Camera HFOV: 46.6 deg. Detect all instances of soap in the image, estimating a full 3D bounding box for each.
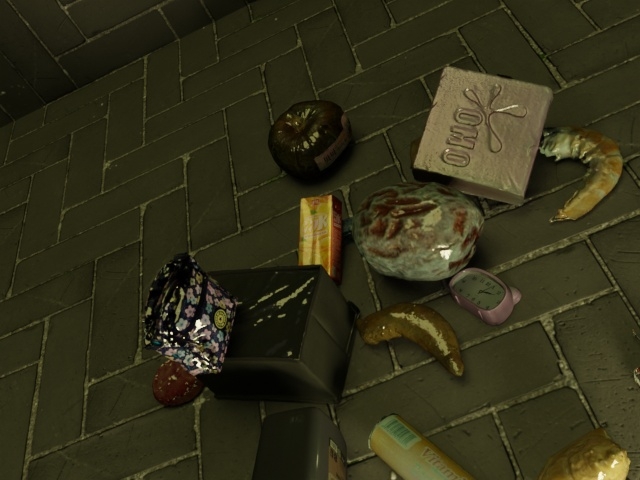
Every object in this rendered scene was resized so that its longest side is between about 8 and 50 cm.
[{"bbox_3d":[0.402,-0.259,1.837,0.286,0.107,0.296,14,79,14],"label":"soap"}]

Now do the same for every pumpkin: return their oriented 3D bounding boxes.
[{"bbox_3d":[-0.042,-0.309,2.193,0.261,0.189,0.260,-18,43,17],"label":"pumpkin"}]

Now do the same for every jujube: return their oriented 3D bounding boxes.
[{"bbox_3d":[0.227,-0.026,1.730,0.308,0.215,0.246,-7,28,33],"label":"jujube"}]

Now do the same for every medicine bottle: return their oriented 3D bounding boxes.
[{"bbox_3d":[0.258,0.470,1.361,0.108,0.108,0.426,-43,42,-12],"label":"medicine bottle"}]

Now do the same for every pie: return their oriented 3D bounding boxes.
[{"bbox_3d":[-0.357,0.351,1.873,0.155,0.036,0.154,-16,45,17],"label":"pie"}]

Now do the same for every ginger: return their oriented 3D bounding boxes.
[{"bbox_3d":[0.449,0.413,1.297,0.193,0.122,0.115,-39,63,1],"label":"ginger"}]

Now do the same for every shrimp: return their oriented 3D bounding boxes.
[{"bbox_3d":[0.627,-0.170,1.781,0.185,0.068,0.286,-13,55,25],"label":"shrimp"}]

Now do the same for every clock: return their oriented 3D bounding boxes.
[{"bbox_3d":[0.367,0.113,1.663,0.110,0.050,0.153,-43,44,-12],"label":"clock"}]

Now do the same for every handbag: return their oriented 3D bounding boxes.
[{"bbox_3d":[-0.274,0.155,1.581,0.127,0.208,0.228,-7,52,32],"label":"handbag"}]

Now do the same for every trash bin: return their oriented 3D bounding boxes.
[{"bbox_3d":[-0.039,0.489,1.441,0.183,0.209,0.290,-17,39,19],"label":"trash bin"}]

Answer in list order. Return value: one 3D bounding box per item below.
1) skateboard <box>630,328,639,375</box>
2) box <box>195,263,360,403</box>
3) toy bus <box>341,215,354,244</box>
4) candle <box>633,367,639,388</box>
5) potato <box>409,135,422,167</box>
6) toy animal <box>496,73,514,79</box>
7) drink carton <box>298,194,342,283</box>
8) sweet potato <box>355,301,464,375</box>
[{"bbox_3d":[0.615,0.217,1.442,0.064,0.032,0.083,-33,44,14],"label":"skateboard"},{"bbox_3d":[-0.119,0.221,1.732,0.346,0.204,0.251,-5,50,27],"label":"box"},{"bbox_3d":[0.056,-0.021,1.973,0.166,0.047,0.065,-19,42,12],"label":"toy bus"},{"bbox_3d":[0.647,0.280,1.358,0.053,0.048,0.162,-19,36,-31],"label":"candle"},{"bbox_3d":[0.332,-0.215,1.958,0.243,0.098,0.138,-8,49,26],"label":"potato"},{"bbox_3d":[0.461,-0.397,2.070,0.180,0.116,0.219,-19,29,-30],"label":"toy animal"},{"bbox_3d":[0.000,0.000,1.907,0.096,0.071,0.222,-7,71,24],"label":"drink carton"},{"bbox_3d":[0.202,0.199,1.649,0.310,0.098,0.124,15,82,37],"label":"sweet potato"}]
